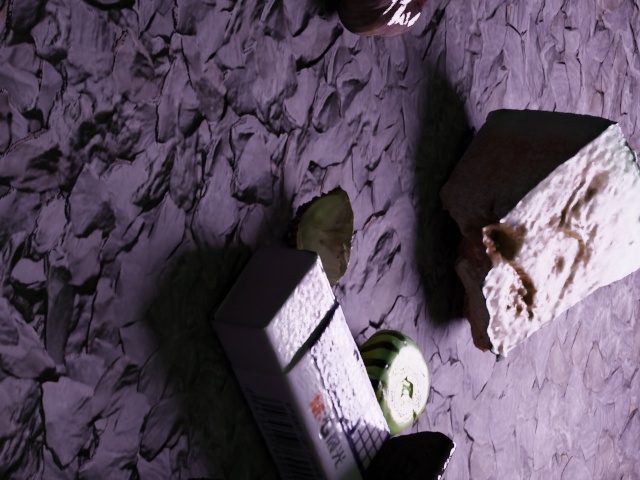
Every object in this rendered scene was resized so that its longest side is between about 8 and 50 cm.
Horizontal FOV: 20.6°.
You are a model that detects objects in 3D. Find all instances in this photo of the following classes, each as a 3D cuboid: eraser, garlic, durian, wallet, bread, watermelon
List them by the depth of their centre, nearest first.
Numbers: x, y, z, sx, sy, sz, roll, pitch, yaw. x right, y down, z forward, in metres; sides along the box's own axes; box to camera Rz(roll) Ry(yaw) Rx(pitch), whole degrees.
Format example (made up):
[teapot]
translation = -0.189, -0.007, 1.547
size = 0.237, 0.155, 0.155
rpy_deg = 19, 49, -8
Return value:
[eraser]
translation = -0.018, 0.154, 1.943
size = 0.130, 0.086, 0.287
rpy_deg = -56, 139, -37
[durian]
translation = -0.002, -0.004, 1.970
size = 0.052, 0.066, 0.130
rpy_deg = 39, 52, -54
[wallet]
translation = 0.032, 0.352, 1.990
size = 0.044, 0.170, 0.321
rpy_deg = 47, 52, -22
[garlic]
translation = 0.077, -0.309, 2.017
size = 0.147, 0.102, 0.159
rpy_deg = 24, 74, -59
[bread]
translation = 0.076, 0.175, 2.115
size = 0.139, 0.071, 0.130
rpy_deg = -54, 140, -43
[watermelon]
translation = 0.276, -0.029, 2.334
size = 0.302, 0.151, 0.264
rpy_deg = -33, 127, -16

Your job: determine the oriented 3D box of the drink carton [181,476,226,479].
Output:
[drink carton]
translation = -0.097, 0.356, 1.770
size = 0.189, 0.191, 0.185
rpy_deg = 49, 53, -38
